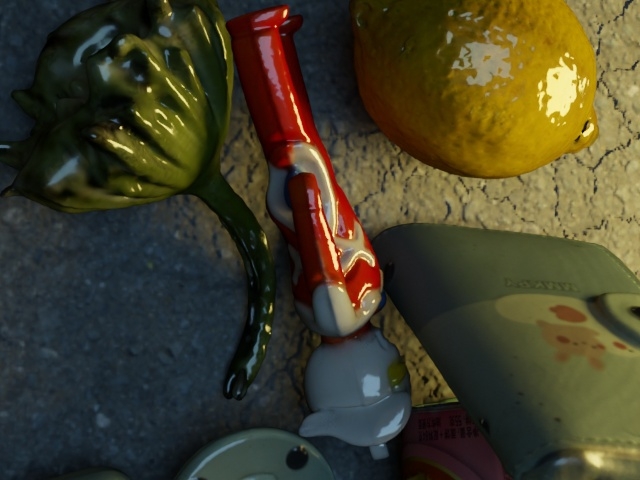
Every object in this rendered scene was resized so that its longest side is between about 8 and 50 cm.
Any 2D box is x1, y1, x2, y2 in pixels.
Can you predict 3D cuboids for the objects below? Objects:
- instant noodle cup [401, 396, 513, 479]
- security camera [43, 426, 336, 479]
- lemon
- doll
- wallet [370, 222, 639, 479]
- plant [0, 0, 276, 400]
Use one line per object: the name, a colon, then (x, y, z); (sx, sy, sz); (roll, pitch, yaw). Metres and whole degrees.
instant noodle cup: (0.164, 0.259, 1.134); (0.244, 0.244, 0.255); (-5, 83, -18)
security camera: (-0.131, 0.243, 1.090); (0.301, 0.080, 0.157); (-15, 108, -17)
lemon: (0.133, -0.147, 1.129); (0.257, 0.188, 0.188); (28, 81, -20)
doll: (0.000, 0.000, 1.089); (0.099, 0.188, 0.384); (-12, 98, 6)
wallet: (0.204, 0.088, 1.068); (0.252, 0.360, 0.083); (3, 117, -20)
plant: (-0.129, -0.063, 1.109); (0.251, 0.180, 0.333); (-53, 137, -17)
